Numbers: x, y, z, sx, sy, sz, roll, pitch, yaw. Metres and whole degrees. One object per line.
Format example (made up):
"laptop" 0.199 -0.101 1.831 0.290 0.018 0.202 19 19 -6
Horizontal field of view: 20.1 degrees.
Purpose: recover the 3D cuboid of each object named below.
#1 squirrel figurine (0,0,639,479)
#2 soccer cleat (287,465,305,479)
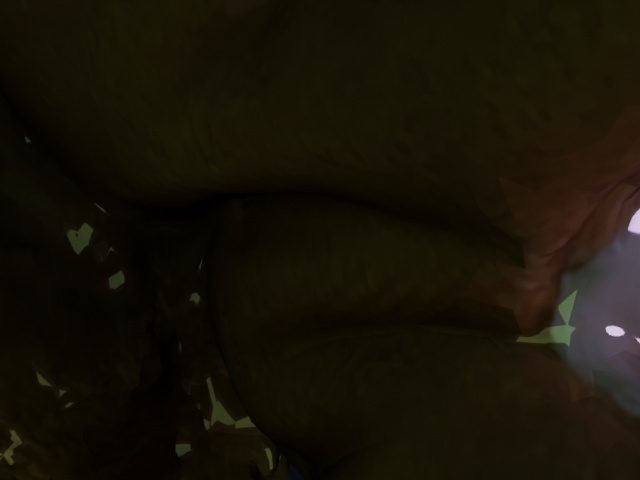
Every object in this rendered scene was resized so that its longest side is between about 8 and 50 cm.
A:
"squirrel figurine" 0.000 0.000 0.471 0.397 0.281 0.370 -15 87 30
"soccer cleat" 0.016 0.124 0.580 0.179 0.072 0.060 37 102 5
